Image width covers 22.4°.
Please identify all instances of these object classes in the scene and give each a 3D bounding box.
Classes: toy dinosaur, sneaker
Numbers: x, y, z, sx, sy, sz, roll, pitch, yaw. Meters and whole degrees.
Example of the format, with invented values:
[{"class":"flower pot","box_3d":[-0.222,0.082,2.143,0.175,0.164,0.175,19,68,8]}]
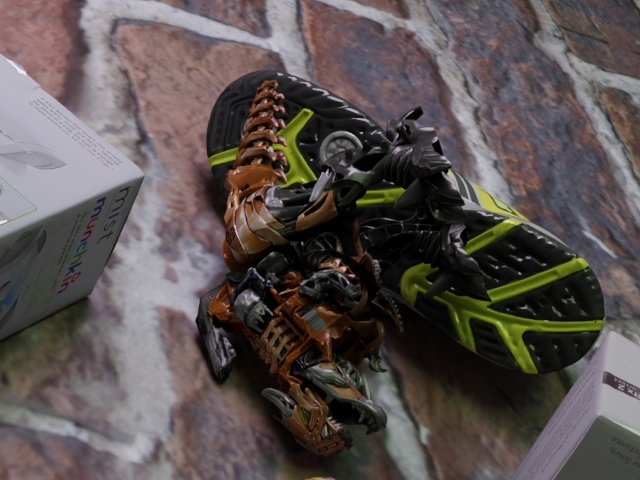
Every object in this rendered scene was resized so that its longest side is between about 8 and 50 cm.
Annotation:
[{"class":"toy dinosaur","box_3d":[0.000,0.000,1.223,0.164,0.218,0.322,59,11,-75]},{"class":"sneaker","box_3d":[0.066,-0.008,1.379,0.384,0.145,0.147,36,5,13]}]

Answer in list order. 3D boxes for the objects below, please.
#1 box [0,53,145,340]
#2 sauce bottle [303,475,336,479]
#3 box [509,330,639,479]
[{"class":"box","box_3d":[-0.298,-0.049,1.116,0.262,0.127,0.231,36,30,14]},{"class":"sauce bottle","box_3d":[-0.035,0.185,1.058,0.128,0.042,0.042,-9,47,-47]},{"class":"box","box_3d":[0.229,0.194,1.121,0.181,0.182,0.119,28,29,-1]}]
